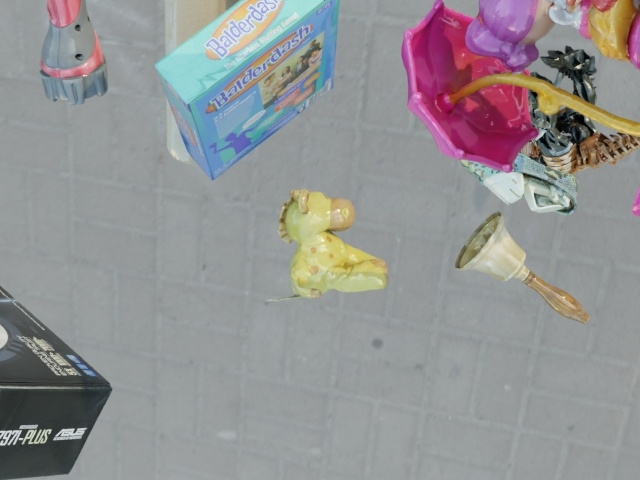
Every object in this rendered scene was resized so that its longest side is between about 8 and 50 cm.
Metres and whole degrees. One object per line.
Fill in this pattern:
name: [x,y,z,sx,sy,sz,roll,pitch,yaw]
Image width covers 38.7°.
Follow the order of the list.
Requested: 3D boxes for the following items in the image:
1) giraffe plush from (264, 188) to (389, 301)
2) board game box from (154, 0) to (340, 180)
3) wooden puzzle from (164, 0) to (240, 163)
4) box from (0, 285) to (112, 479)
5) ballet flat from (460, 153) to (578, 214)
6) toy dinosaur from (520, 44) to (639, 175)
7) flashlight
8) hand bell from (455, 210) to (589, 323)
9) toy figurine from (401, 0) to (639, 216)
giraffe plush: [0.000,0.000,1.446,0.181,0.210,0.170,-6,90,57]
board game box: [-0.058,-0.146,0.816,0.160,0.210,0.047,-39,81,-10]
wooden puzzle: [-0.051,-0.287,0.978,0.081,0.347,0.322,19,132,12]
box: [-0.265,0.087,0.643,0.180,0.147,0.077,32,98,32]
ballet flat: [0.265,-0.073,1.184,0.189,0.070,0.070,11,119,-26]
toy dinosaur: [0.392,-0.184,1.464,0.322,0.164,0.218,-1,117,39]
flashlight: [-0.374,-0.347,1.295,0.103,0.103,0.304,39,145,38]
hand bell: [0.369,0.069,1.592,0.242,0.126,0.126,36,116,-6]
toy figurine: [0.109,-0.080,0.380,0.159,0.130,0.173,20,122,30]
